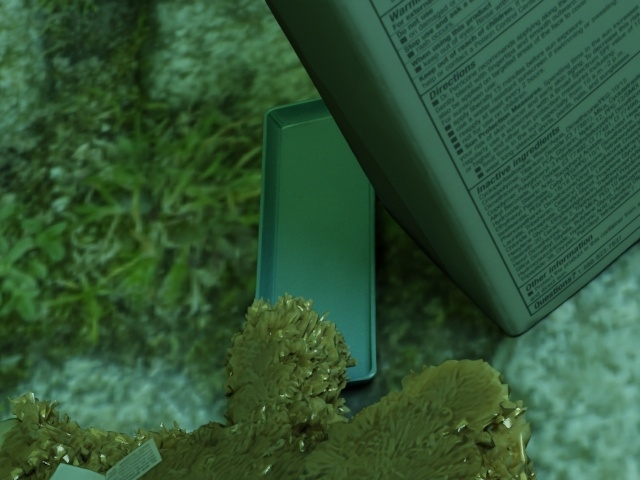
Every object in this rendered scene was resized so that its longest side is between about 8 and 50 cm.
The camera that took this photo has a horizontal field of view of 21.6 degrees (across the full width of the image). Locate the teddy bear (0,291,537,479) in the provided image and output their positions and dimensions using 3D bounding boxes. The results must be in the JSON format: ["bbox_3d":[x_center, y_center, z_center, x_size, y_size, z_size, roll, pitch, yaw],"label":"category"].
[{"bbox_3d":[-0.048,0.147,0.764,0.338,0.113,0.245,-22,42,18],"label":"teddy bear"}]

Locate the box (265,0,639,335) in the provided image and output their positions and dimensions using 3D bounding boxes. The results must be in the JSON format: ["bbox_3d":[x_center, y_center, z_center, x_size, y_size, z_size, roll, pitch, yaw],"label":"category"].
[{"bbox_3d":[0.064,-0.109,0.752,0.148,0.311,0.121,-38,49,-6],"label":"box"}]

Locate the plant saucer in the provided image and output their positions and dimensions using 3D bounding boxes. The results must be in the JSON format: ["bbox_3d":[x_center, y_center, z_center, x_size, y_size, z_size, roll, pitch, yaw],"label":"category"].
[{"bbox_3d":[0.000,0.000,0.894,0.067,0.018,0.192,-11,51,16],"label":"plant saucer"}]
